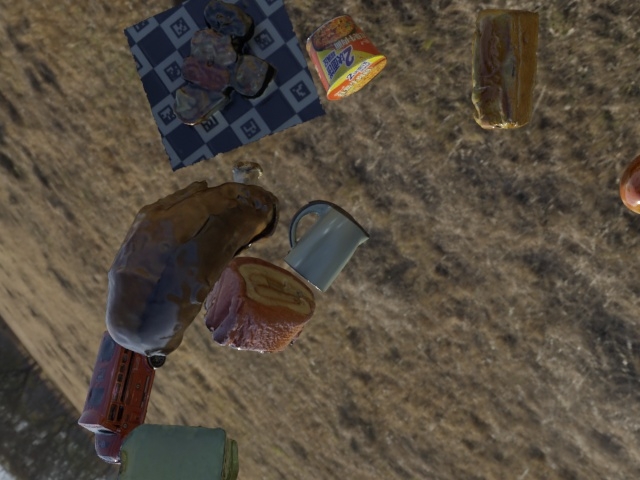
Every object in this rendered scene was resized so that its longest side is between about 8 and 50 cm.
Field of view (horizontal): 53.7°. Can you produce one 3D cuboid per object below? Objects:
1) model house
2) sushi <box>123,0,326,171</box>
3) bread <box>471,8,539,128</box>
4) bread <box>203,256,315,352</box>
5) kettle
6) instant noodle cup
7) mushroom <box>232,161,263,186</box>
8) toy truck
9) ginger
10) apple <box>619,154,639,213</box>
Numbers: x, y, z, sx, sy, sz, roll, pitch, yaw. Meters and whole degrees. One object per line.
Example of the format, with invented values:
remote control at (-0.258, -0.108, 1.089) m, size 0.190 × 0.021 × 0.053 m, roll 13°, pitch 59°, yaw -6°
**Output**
model house at (-0.239, 0.445, 1.110) m, size 0.195 × 0.214 × 0.189 m, roll -3°, pitch 155°, yaw 9°
sushi at (-0.203, -0.341, 1.236) m, size 0.069 × 0.339 × 0.320 m, roll -19°, pitch -90°, yaw -81°
bread at (0.464, -0.428, 1.590) m, size 0.132 × 0.167 × 0.294 m, roll 11°, pitch 111°, yaw 37°
bread at (-0.120, 0.139, 1.344) m, size 0.123 × 0.244 × 0.190 m, roll -51°, pitch 43°, yaw 25°
kettle at (0.000, 0.000, 1.916) m, size 0.221 × 0.236 × 0.161 m, roll 39°, pitch 179°, yaw -2°
instant noodle cup at (0.067, -0.550, 1.882) m, size 0.174 × 0.213 × 0.213 m, roll 59°, pitch 154°, yaw 7°
mushroom at (-0.197, -0.109, 1.601) m, size 0.084 × 0.209 × 0.071 m, roll -3°, pitch 150°, yaw 18°
toy truck at (-0.400, 0.308, 1.258) m, size 0.107 × 0.253 × 0.114 m, roll -10°, pitch 151°, yaw 39°
ginger at (-0.202, 0.020, 0.940) m, size 0.172 × 0.321 × 0.165 m, roll 47°, pitch 170°, yaw -30°
apple at (0.752, -0.129, 1.399) m, size 0.163 × 0.139 × 0.163 m, roll 16°, pitch 169°, yaw 3°
